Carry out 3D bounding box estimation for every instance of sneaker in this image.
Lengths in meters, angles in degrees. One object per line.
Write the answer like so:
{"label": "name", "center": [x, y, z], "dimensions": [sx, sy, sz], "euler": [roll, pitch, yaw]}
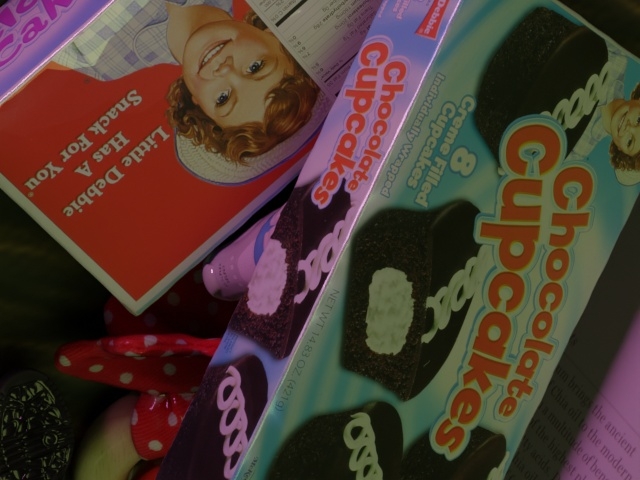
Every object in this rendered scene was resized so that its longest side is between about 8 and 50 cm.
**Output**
{"label": "sneaker", "center": [-0.172, 0.152, 1.017], "dimensions": [0.051, 0.089, 0.170], "euler": [-17, 103, -25]}
{"label": "sneaker", "center": [0.000, 0.000, 0.994], "dimensions": [0.190, 0.083, 0.071], "euler": [-9, 82, -57]}

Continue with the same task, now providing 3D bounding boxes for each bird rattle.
{"label": "bird rattle", "center": [-0.061, 0.138, 1.033], "dimensions": [0.253, 0.143, 0.207], "euler": [28, 120, -28]}

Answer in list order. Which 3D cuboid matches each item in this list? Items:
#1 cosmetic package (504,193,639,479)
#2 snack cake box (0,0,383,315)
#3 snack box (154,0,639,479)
{"label": "cosmetic package", "center": [0.151, 0.189, 1.080], "dimensions": [0.161, 0.230, 0.453], "euler": [26, 105, -32]}
{"label": "snack cake box", "center": [-0.057, -0.107, 0.920], "dimensions": [0.264, 0.089, 0.152], "euler": [-41, 126, 3]}
{"label": "snack box", "center": [0.057, 0.026, 0.910], "dimensions": [0.187, 0.060, 0.322], "euler": [25, 90, -43]}
